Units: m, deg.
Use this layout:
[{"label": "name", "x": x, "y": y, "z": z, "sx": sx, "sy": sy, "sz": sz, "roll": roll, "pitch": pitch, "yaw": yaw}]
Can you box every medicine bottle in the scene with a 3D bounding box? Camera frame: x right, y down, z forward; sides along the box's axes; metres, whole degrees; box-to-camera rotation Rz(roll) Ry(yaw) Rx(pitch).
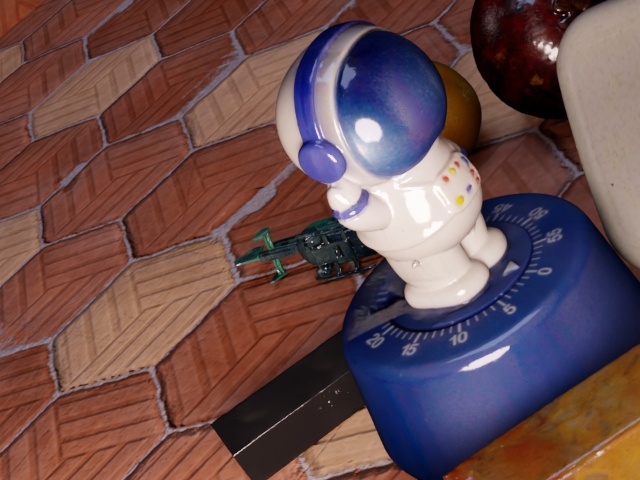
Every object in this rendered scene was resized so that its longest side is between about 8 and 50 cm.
[{"label": "medicine bottle", "x": 0.375, "y": -0.121, "z": 1.297, "sx": 0.123, "sy": 0.282, "sz": 0.375, "roll": -13, "pitch": -4, "yaw": -43}]

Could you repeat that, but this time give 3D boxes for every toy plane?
[{"label": "toy plane", "x": 0.000, "y": 0.000, "z": 1.774, "sx": 0.235, "sy": 0.060, "sz": 0.096, "roll": -15, "pitch": 24, "yaw": 26}]

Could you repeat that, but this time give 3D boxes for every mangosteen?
[{"label": "mangosteen", "x": 0.259, "y": -0.227, "z": 1.738, "sx": 0.210, "sy": 0.210, "sz": 0.210, "roll": -26, "pitch": 27, "yaw": 14}]

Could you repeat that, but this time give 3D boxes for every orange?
[{"label": "orange", "x": 0.104, "y": -0.139, "z": 1.807, "sx": 0.159, "sy": 0.136, "sz": 0.159, "roll": -23, "pitch": 27, "yaw": 13}]

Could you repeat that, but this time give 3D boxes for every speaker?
[{"label": "speaker", "x": 0.002, "y": 0.144, "z": 1.542, "sx": 0.218, "sy": 0.044, "sz": 0.082, "roll": -36, "pitch": 26, "yaw": -7}]

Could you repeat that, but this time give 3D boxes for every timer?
[{"label": "timer", "x": 0.091, "y": -0.010, "z": 1.325, "sx": 0.270, "sy": 0.383, "sz": 0.270, "roll": -25, "pitch": 28, "yaw": 15}]

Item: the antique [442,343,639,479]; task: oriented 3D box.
[{"label": "antique", "x": 0.161, "y": 0.206, "z": 1.207, "sx": 0.310, "sy": 0.093, "sz": 0.087, "roll": -33, "pitch": 26, "yaw": 0}]
